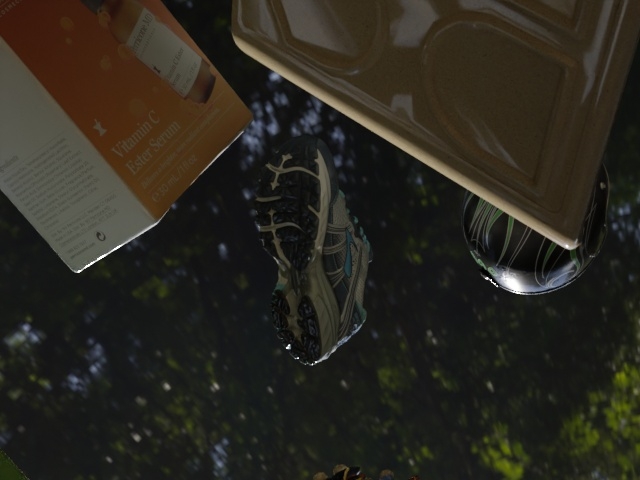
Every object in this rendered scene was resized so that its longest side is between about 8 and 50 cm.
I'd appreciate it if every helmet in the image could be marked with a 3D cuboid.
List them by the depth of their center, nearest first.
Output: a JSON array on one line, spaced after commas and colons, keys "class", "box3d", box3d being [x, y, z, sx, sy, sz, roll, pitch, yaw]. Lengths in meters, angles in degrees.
[{"class": "helmet", "box3d": [0.240, -0.036, 1.598, 0.169, 0.161, 0.169, -5, -132, 5]}]

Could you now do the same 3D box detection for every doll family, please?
[{"class": "doll family", "box3d": [0.010, 0.283, 1.492, 0.193, 0.111, 0.076, -36, -93, -1]}]

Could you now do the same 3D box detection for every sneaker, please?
[{"class": "sneaker", "box3d": [0.000, 0.000, 1.699, 0.110, 0.283, 0.122, 22, -146, 40]}]

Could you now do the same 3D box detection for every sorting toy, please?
[{"class": "sorting toy", "box3d": [0.013, -0.149, 0.639, 0.307, 0.229, 0.041, 34, -126, 25]}]

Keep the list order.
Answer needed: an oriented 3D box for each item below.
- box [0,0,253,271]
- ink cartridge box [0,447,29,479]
[{"class": "box", "box3d": [-0.148, -0.092, 0.878, 0.091, 0.170, 0.130, -27, -161, 42]}, {"class": "ink cartridge box", "box3d": [-0.210, 0.134, 0.739, 0.062, 0.109, 0.209, -23, -133, -35]}]
